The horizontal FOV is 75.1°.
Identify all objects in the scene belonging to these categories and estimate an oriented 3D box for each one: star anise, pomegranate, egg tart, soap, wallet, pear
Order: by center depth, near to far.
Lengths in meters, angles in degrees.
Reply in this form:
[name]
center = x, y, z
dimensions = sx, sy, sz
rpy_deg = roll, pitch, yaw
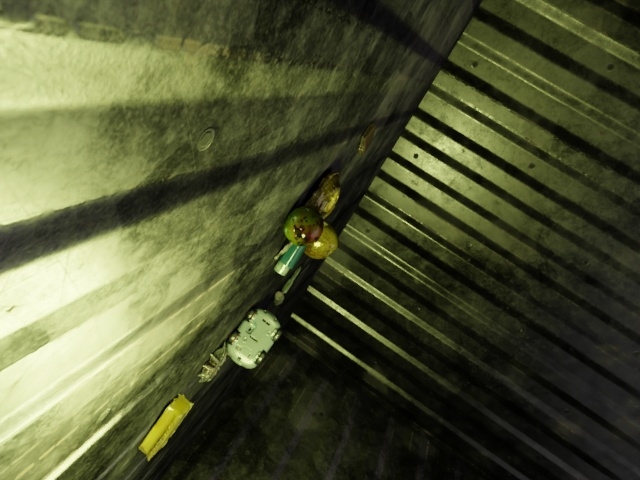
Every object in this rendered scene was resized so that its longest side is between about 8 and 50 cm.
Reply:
[pomegranate]
center = -0.041, -0.055, 1.580
dimensions = 0.220, 0.156, 0.156
rpy_deg = -8, 136, -48
[soap]
center = -0.619, 0.742, 1.667
dimensions = 0.233, 0.076, 0.135
rpy_deg = -56, 174, 5
[egg tart]
center = 0.012, -0.168, 1.760
dimensions = 0.279, 0.094, 0.279
rpy_deg = -54, 174, -8
[star anise]
center = -0.472, 0.553, 1.867
dimensions = 0.205, 0.061, 0.181
rpy_deg = -55, 173, -17
[wallet]
center = 0.218, -0.480, 1.989
dimensions = 0.118, 0.038, 0.153
rpy_deg = -56, 170, -21
[pear]
center = 0.000, 0.000, 2.091
dimensions = 0.197, 0.197, 0.197
rpy_deg = -55, 173, -10

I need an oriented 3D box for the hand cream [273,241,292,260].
[hand cream]
center = -0.129, -0.005, 1.748
dimensions = 0.084, 0.050, 0.257
rpy_deg = -53, 176, -48

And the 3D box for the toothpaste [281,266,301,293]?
[toothpaste]
center = -0.186, 0.256, 2.629
dimensions = 0.234, 0.038, 0.060
rpy_deg = -55, 178, -38

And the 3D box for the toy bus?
[toy bus]
center = -0.336, 0.479, 2.048
dimensions = 0.288, 0.194, 0.232
rpy_deg = -54, -175, -25

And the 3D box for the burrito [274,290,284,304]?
[burrito]
center = -0.250, 0.350, 2.514
dimensions = 0.064, 0.064, 0.203
rpy_deg = -54, 174, -21

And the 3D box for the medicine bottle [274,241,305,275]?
[medicine bottle]
center = -0.114, 0.036, 1.892
dimensions = 0.259, 0.079, 0.124
rpy_deg = -57, 176, 7
